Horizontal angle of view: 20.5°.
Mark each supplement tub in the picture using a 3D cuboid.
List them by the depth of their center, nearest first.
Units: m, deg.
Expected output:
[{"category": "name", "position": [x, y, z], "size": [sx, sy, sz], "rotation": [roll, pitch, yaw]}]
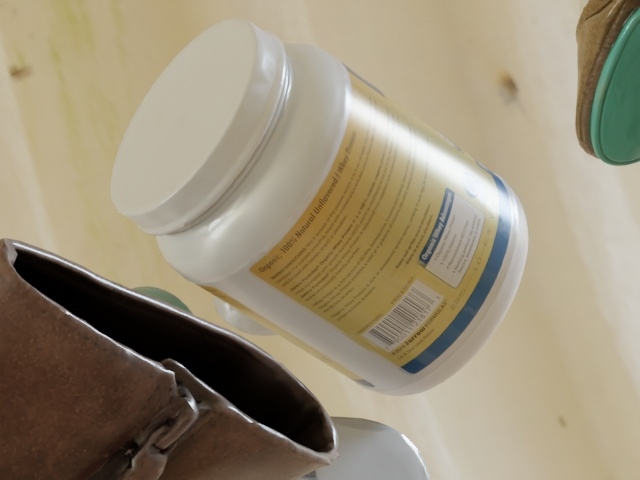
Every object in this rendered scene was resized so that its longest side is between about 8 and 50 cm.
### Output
[{"category": "supplement tub", "position": [0.000, -0.018, 0.973], "size": [0.200, 0.144, 0.144], "rotation": [34, -58, -28]}]

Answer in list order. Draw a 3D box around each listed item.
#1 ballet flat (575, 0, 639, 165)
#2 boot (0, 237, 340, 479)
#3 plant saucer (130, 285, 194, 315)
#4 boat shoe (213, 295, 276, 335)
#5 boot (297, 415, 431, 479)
[{"category": "ballet flat", "position": [0.240, -0.209, 1.248], "size": [0.116, 0.124, 0.342], "rotation": [-11, -39, -19]}, {"category": "boot", "position": [-0.141, 0.062, 0.417], "size": [0.207, 0.090, 0.248], "rotation": [-43, -45, 20]}, {"category": "plant saucer", "position": [-0.117, 0.087, 1.087], "size": [0.119, 0.119, 0.021], "rotation": [-40, -29, 28]}, {"category": "boat shoe", "position": [0.000, 0.000, 1.389], "size": [0.226, 0.083, 0.076], "rotation": [-32, -28, -51]}, {"category": "boot", "position": [-0.075, 0.136, 0.938], "size": [0.258, 0.095, 0.123], "rotation": [18, -38, -29]}]
